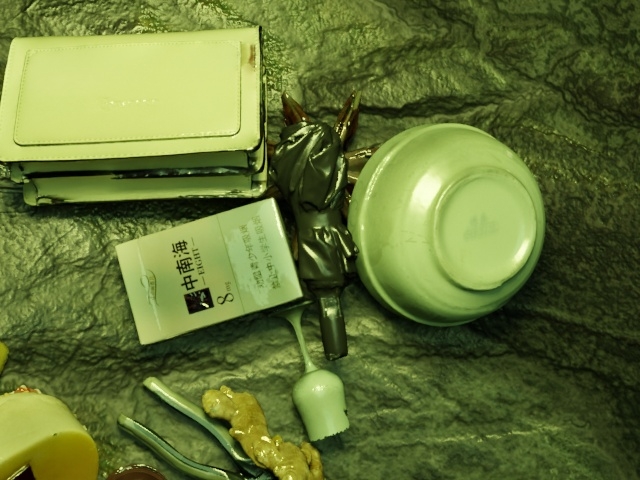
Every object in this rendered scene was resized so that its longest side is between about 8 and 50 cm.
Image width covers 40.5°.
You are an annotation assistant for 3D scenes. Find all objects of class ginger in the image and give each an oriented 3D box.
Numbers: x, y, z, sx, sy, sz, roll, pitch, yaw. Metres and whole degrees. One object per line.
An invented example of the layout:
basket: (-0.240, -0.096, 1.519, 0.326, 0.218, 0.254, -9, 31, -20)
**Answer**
ginger: (-0.069, 0.283, 1.223, 0.193, 0.176, 0.053, 25, 104, -31)

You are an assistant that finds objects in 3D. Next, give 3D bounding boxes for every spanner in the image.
spanner: (-0.139, 0.319, 1.246, 0.324, 0.040, 0.096, 34, 75, -1)

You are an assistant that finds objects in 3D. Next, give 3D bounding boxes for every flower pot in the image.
flower pot: (-0.253, 0.365, 1.191, 0.111, 0.089, 0.111, 2, 79, -10)

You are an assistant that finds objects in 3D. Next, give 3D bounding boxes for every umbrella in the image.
umbrella: (0.000, 0.000, 1.231, 0.118, 0.118, 0.340, -6, 92, -11)

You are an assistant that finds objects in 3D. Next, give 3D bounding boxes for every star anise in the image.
star anise: (0.011, -0.101, 1.326, 0.288, 0.088, 0.288, 0, 86, 1)

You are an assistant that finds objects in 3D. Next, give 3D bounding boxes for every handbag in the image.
handbag: (-0.254, -0.183, 1.231, 0.358, 0.160, 0.237, -2, 68, 0)

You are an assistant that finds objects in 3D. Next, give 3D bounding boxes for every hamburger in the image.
hamburger: (-0.426, 0.314, 1.098, 0.295, 0.151, 0.227, -24, 124, -50)

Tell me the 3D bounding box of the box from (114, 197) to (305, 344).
box: (-0.158, 0.046, 1.255, 0.242, 0.067, 0.155, -16, 82, 1)

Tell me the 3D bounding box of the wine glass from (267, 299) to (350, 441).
wine glass: (-0.014, 0.190, 1.272, 0.079, 0.079, 0.196, -16, 83, -13)

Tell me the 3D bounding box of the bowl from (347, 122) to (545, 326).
bowl: (0.202, -0.020, 1.269, 0.307, 0.163, 0.307, -2, 95, -20)

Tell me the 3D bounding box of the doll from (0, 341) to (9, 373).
doll: (-0.506, 0.225, 1.186, 0.137, 0.097, 0.210, 41, 55, -33)
